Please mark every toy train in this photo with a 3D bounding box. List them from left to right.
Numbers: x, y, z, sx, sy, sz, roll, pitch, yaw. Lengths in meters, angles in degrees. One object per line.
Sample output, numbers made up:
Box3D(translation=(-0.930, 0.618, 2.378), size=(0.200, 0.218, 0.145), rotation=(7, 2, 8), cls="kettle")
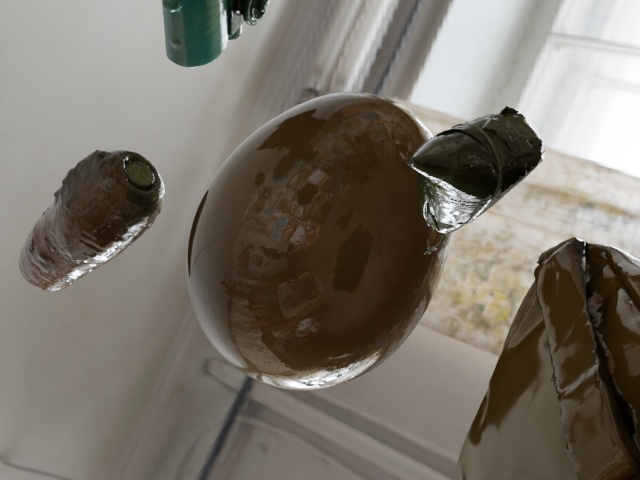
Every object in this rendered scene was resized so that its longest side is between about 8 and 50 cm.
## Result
Box3D(translation=(-0.129, -0.310, 1.254), size=(0.159, 0.101, 0.248), rotation=(-52, -21, -32), cls="toy train")

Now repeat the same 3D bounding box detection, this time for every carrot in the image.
Box3D(translation=(-0.339, -0.020, 1.603), size=(0.138, 0.302, 0.139), rotation=(19, -129, -26), cls="carrot")

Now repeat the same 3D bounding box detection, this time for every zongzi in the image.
Box3D(translation=(0.075, -0.032, 0.802), size=(0.130, 0.154, 0.062), rotation=(-19, -108, -37), cls="zongzi")

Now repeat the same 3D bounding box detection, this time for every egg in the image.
Box3D(translation=(0.000, 0.000, 1.315), size=(0.301, 0.301, 0.374), rotation=(13, -74, -46), cls="egg")

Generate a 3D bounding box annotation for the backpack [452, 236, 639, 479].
Box3D(translation=(0.212, 0.194, 0.775), size=(0.201, 0.378, 0.353), rotation=(13, -65, -7), cls="backpack")
